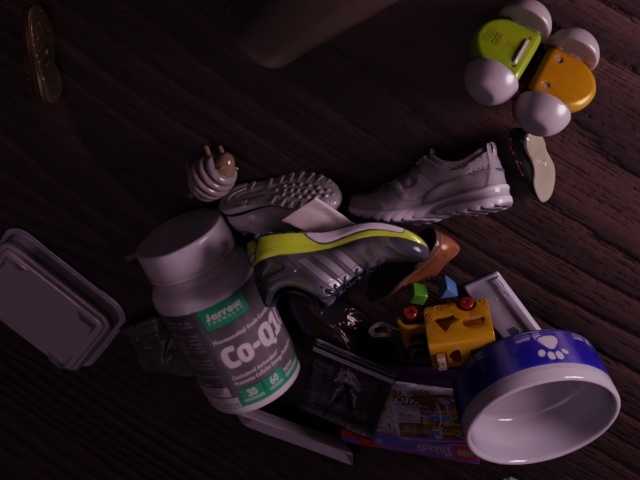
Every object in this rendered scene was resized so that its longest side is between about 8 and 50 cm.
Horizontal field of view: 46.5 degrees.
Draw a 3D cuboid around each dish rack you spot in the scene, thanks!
[{"bbox_3d":[-0.632,0.154,1.695,0.333,0.072,0.285,40,129,-6],"label":"dish rack"}]

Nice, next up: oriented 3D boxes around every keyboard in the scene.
[{"bbox_3d":[0.357,0.163,1.337,0.072,0.014,0.256,-27,109,39],"label":"keyboard"}]

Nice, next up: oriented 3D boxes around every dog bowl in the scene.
[{"bbox_3d":[0.366,0.274,1.281,0.265,0.104,0.264,-5,134,-5],"label":"dog bowl"}]

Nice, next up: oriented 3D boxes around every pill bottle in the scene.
[{"bbox_3d":[-0.193,0.134,1.415,0.204,0.204,0.361,-9,119,27],"label":"pill bottle"}]

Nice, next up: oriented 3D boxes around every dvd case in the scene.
[{"bbox_3d":[0.049,0.297,1.466,0.165,0.018,0.221,21,133,11],"label":"dvd case"}]

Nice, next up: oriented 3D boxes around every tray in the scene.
[{"bbox_3d":[-0.052,0.427,1.643,0.271,0.030,0.145,17,158,10],"label":"tray"}]

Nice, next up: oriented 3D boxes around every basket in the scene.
[{"bbox_3d":[-0.020,-0.357,1.050,0.204,0.154,0.227,46,131,-14],"label":"basket"}]

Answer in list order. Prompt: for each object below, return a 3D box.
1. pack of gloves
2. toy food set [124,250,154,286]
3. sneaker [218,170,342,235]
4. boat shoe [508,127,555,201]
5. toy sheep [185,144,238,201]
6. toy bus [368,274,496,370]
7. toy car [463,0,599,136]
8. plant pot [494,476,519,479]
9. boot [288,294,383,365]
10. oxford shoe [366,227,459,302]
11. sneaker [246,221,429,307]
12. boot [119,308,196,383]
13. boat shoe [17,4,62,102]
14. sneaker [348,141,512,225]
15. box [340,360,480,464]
[{"bbox_3d":[0.000,0.000,1.311,0.195,0.046,0.232,-33,138,32],"label":"pack of gloves"},{"bbox_3d":[-0.299,0.071,1.528,0.132,0.038,0.192,-17,125,36],"label":"toy food set"},{"bbox_3d":[-0.062,-0.056,1.320,0.235,0.090,0.094,-2,134,28],"label":"sneaker"},{"bbox_3d":[0.324,-0.117,1.139,0.042,0.049,0.133,21,147,51],"label":"boat shoe"},{"bbox_3d":[-0.197,-0.114,1.326,0.091,0.091,0.132,43,131,-10],"label":"toy sheep"},{"bbox_3d":[0.213,0.175,1.306,0.191,0.104,0.202,21,131,-21],"label":"toy bus"},{"bbox_3d":[0.281,-0.228,1.033,0.182,0.159,0.136,31,165,-1],"label":"toy car"},{"bbox_3d":[0.374,0.637,1.516,0.247,0.248,0.252,-30,92,35],"label":"plant pot"},{"bbox_3d":[0.032,0.169,1.449,0.106,0.082,0.219,-1,134,52],"label":"boot"},{"bbox_3d":[0.160,0.058,1.310,0.076,0.076,0.212,20,141,-30],"label":"oxford shoe"},{"bbox_3d":[0.031,0.047,1.221,0.300,0.121,0.111,-7,162,6],"label":"sneaker"},{"bbox_3d":[-0.321,0.222,1.611,0.247,0.083,0.161,-14,111,28],"label":"boot"},{"bbox_3d":[-0.507,-0.329,1.315,0.060,0.064,0.177,14,129,11],"label":"boat shoe"},{"bbox_3d":[0.172,-0.088,1.205,0.281,0.105,0.115,-7,83,32],"label":"sneaker"},{"bbox_3d":[0.176,0.340,1.499,0.294,0.057,0.200,4,123,20],"label":"box"}]
